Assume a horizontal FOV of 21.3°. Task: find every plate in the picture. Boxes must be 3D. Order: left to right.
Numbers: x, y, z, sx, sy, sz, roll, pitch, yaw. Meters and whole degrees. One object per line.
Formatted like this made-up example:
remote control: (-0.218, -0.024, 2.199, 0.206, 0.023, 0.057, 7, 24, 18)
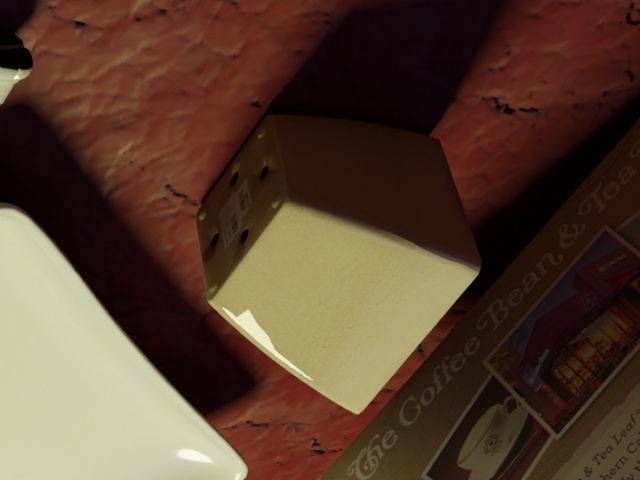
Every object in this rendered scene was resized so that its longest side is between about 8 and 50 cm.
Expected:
plate: (-0.213, 0.110, 0.884, 0.278, 0.045, 0.277, -29, 139, 4)

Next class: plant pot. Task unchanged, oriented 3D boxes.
plant pot: (0.000, 0.000, 0.834, 0.096, 0.109, 0.109, 24, 121, -26)

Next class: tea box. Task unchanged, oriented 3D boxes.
tea box: (0.241, 0.132, 0.925, 0.329, 0.220, 0.323, -50, 128, 5)

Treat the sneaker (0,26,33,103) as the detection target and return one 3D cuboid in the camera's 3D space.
sneaker: (-0.177, -0.073, 0.715, 0.109, 0.040, 0.044, 13, 128, -35)
